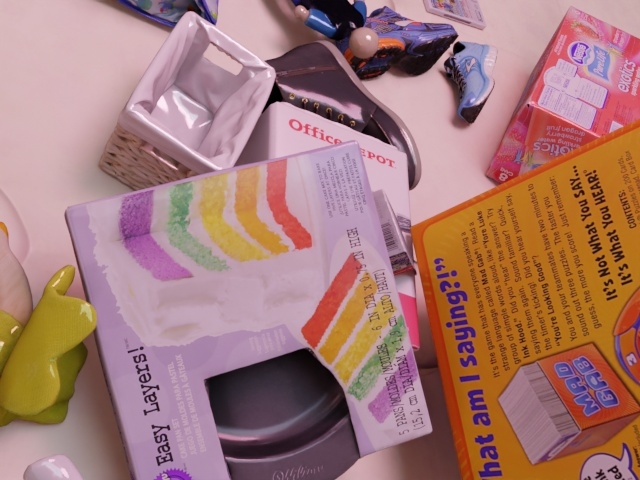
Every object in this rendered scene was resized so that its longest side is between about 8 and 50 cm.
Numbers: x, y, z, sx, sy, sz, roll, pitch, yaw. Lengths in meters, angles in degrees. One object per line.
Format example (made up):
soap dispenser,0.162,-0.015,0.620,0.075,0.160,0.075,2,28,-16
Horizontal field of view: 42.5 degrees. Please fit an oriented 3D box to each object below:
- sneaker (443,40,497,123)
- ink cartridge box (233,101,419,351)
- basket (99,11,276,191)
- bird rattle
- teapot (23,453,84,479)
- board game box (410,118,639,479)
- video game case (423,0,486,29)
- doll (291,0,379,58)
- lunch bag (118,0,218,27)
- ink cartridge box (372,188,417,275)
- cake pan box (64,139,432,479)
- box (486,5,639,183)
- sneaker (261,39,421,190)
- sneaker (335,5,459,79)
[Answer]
sneaker,0.207,-0.231,1.185,0.073,0.063,0.162,19,46,-5
ink cartridge box,0.000,0.000,0.839,0.172,0.100,0.237,18,55,-28
basket,-0.133,-0.122,0.815,0.113,0.103,0.167,33,47,-16
bird rattle,-0.297,0.071,0.589,0.253,0.143,0.207,-8,55,-25
teapot,-0.071,0.283,0.551,0.252,0.256,0.187,1,21,-13
board game box,0.355,0.123,0.791,0.356,0.356,0.357,25,48,-47
video game case,0.206,-0.383,1.301,0.122,0.011,0.087,6,60,-34
doll,0.007,-0.293,1.026,0.129,0.046,0.189,-21,57,-41
lunch bag,-0.173,-0.315,0.920,0.151,0.096,0.129,31,44,-37
ink cartridge box,0.064,-0.001,0.775,0.115,0.029,0.063,50,20,-72
cake pan box,-0.055,0.073,0.669,0.245,0.070,0.267,-13,91,-15
box,0.365,-0.189,1.183,0.154,0.142,0.300,28,47,4
sneaker,0.014,-0.130,0.957,0.118,0.083,0.222,-27,72,-39
sneaker,0.105,-0.279,1.112,0.221,0.083,0.087,-14,69,-43
